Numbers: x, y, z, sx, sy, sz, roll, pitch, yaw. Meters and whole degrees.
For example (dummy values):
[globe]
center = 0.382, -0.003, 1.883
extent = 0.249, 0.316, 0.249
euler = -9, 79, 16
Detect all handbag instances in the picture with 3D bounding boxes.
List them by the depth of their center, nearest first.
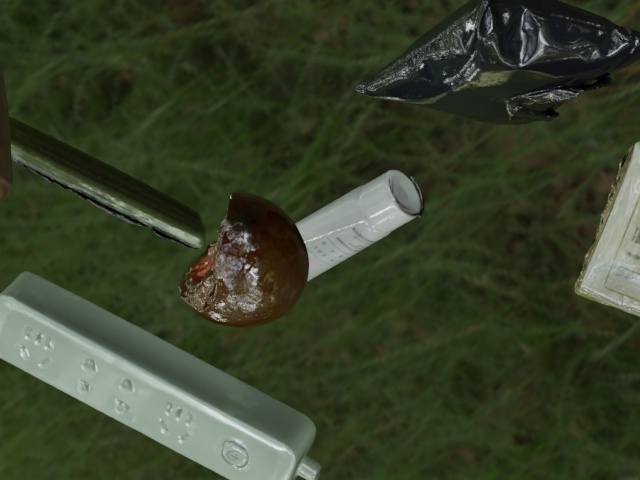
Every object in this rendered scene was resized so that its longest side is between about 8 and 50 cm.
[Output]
[handbag]
center = 0.183, -0.169, 1.431
extent = 0.254, 0.211, 0.089
euler = 152, 121, -61

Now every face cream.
[face cream]
center = 0.000, 0.000, 1.567
extent = 0.243, 0.058, 0.092
euler = -31, 136, 32

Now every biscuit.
[biscuit]
center = -0.281, -0.076, 1.890
extent = 0.322, 0.038, 0.099
euler = 27, -162, -22

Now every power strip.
[power strip]
center = -0.171, 0.158, 1.542
extent = 0.385, 0.062, 0.091
euler = 27, 126, 9

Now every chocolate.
[chocolate]
center = -0.074, 0.018, 1.405
extent = 0.133, 0.127, 0.124
euler = 105, 158, -74

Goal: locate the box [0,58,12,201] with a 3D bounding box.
[box]
center = -0.339, -0.095, 0.926
extent = 0.301, 0.301, 0.216
euler = -32, 78, 62

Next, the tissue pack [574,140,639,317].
[tissue pack]
center = 0.376, 0.018, 1.400
extent = 0.234, 0.159, 0.125
euler = 21, -178, 9
